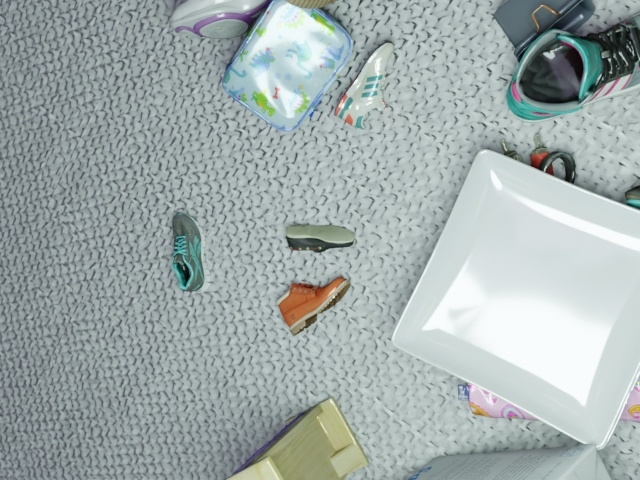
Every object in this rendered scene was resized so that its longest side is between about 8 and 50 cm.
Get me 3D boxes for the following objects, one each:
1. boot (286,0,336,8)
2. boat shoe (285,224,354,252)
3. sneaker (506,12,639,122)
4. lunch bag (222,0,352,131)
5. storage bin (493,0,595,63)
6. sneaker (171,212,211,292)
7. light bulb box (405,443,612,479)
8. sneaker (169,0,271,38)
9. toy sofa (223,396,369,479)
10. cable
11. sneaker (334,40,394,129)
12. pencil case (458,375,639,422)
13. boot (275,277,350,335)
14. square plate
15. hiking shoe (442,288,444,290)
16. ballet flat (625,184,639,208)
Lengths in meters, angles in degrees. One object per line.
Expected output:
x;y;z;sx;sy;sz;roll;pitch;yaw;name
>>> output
-0.022;-0.493;1.137;0.090;0.248;0.207;-39;77;45;boot
0.001;-0.001;1.282;0.132;0.049;0.042;3;125;15;boat shoe
0.408;-0.268;1.011;0.295;0.178;0.124;-26;86;22;sneaker
-0.056;-0.315;1.220;0.176;0.090;0.219;33;111;-15;lunch bag
0.342;-0.355;1.081;0.135;0.098;0.091;-41;70;21;storage bin
-0.268;0.027;1.375;0.064;0.076;0.167;-16;89;22;sneaker
0.294;0.529;1.039;0.361;0.225;0.358;-31;82;54;light bulb box
-0.145;-0.475;1.266;0.305;0.114;0.152;-21;81;15;sneaker
-0.060;0.412;1.178;0.177;0.362;0.150;-32;84;17;toy sofa
0.364;-0.034;1.137;0.139;0.072;0.287;-16;102;6;cable
0.095;-0.270;1.214;0.075;0.057;0.161;35;107;-2;sneaker
0.373;0.228;1.110;0.284;0.124;0.124;-3;95;24;pencil case
-0.017;0.104;1.293;0.158;0.059;0.085;-39;76;22;boot
0.332;0.080;1.046;0.347;0.049;0.344;26;91;18;square plate
0.226;0.055;1.155;0.086;0.114;0.227;14;101;20;hiking shoe
0.599;-0.057;1.010;0.280;0.095;0.096;19;93;9;ballet flat
